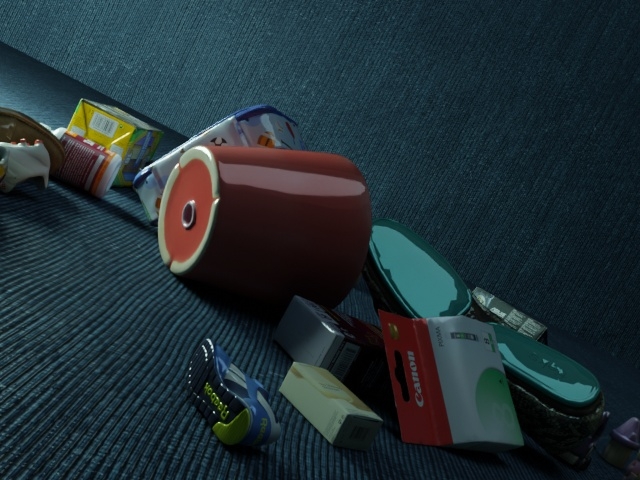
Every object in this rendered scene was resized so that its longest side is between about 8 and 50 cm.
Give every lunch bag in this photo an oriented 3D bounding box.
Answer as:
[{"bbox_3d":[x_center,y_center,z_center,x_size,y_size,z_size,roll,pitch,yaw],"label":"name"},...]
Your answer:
[{"bbox_3d":[-0.172,-0.119,1.517,0.115,0.303,0.243,65,13,8],"label":"lunch bag"}]

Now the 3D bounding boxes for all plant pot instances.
[{"bbox_3d":[-0.098,-0.025,1.308,0.243,0.275,0.275,10,16,-34],"label":"plant pot"}]

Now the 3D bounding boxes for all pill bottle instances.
[{"bbox_3d":[-0.431,-0.142,1.488,0.152,0.086,0.086,26,7,-8],"label":"pill bottle"}]

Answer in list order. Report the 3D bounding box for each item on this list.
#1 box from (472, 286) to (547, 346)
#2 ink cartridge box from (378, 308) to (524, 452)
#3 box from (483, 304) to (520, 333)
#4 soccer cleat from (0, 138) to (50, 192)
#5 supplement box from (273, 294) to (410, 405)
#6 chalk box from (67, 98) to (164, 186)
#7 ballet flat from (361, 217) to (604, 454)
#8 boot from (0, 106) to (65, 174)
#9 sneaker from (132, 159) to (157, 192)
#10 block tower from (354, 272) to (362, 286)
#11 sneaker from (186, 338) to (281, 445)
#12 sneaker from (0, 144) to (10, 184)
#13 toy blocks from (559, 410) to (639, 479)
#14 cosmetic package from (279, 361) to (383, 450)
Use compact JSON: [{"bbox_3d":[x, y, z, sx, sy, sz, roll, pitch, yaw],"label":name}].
[{"bbox_3d":[0.389,0.206,1.826,0.180,0.077,0.147,32,-25,34],"label":"box"},{"bbox_3d":[0.176,0.184,1.139,0.224,0.056,0.181,22,50,-47],"label":"ink cartridge box"},{"bbox_3d":[0.327,0.187,1.553,0.183,0.059,0.232,39,9,10],"label":"box"},{"bbox_3d":[-0.465,-0.104,1.201,0.068,0.076,0.196,-10,-2,38],"label":"soccer cleat"},{"bbox_3d":[0.067,0.165,1.196,0.239,0.073,0.130,24,7,-35],"label":"supplement box"},{"bbox_3d":[-0.417,-0.193,1.740,0.132,0.132,0.213,27,6,6],"label":"chalk box"},{"bbox_3d":[0.218,0.166,1.362,0.482,0.182,0.164,39,45,25],"label":"ballet flat"},{"bbox_3d":[-0.517,-0.146,1.286,0.305,0.112,0.115,26,36,-48],"label":"boot"},{"bbox_3d":[-0.302,-0.108,1.729,0.152,0.085,0.058,30,7,17],"label":"sneaker"},{"bbox_3d":[0.000,0.000,2.068,0.097,0.091,0.335,22,8,-31],"label":"block tower"},{"bbox_3d":[-0.086,0.150,0.826,0.059,0.053,0.144,21,18,-37],"label":"sneaker"},{"bbox_3d":[-0.448,-0.089,1.048,0.069,0.084,0.185,28,7,2],"label":"sneaker"},{"bbox_3d":[0.591,0.307,1.369,0.309,0.260,0.288,32,9,32],"label":"toy blocks"},{"bbox_3d":[0.011,0.185,0.961,0.060,0.041,0.115,21,10,-42],"label":"cosmetic package"}]
